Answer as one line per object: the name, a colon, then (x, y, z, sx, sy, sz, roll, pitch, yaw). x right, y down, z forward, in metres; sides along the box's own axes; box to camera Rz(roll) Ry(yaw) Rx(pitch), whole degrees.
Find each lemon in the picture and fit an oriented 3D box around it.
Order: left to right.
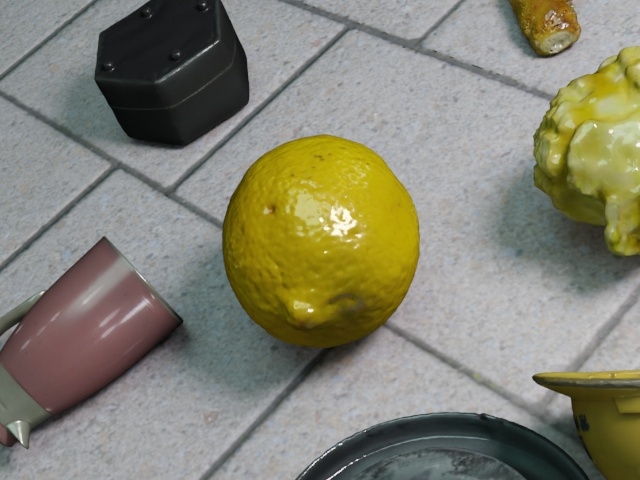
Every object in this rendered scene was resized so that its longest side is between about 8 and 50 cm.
lemon: (0.000, 0.008, 1.247, 0.228, 0.228, 0.253, -11, 55, 15)

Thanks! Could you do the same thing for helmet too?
helmet: (0.330, 0.182, 0.994, 0.257, 0.205, 0.140, -6, 84, 6)

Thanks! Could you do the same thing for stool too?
stool: (-0.224, -0.262, 1.647, 0.232, 0.141, 0.232, -13, 46, 14)

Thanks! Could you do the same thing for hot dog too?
hot dog: (0.306, -0.374, 1.572, 0.083, 0.068, 0.289, -22, 46, 14)

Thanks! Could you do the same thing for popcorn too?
popcorn: (0.361, -0.102, 1.210, 0.256, 0.195, 0.255, 0, 52, -4)

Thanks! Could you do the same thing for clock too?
clock: (0.104, 0.292, 1.008, 0.319, 0.066, 0.319, -10, 33, 7)

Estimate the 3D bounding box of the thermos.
thermos: (-0.321, 0.127, 1.342, 0.265, 0.146, 0.176, -42, 53, -7)
